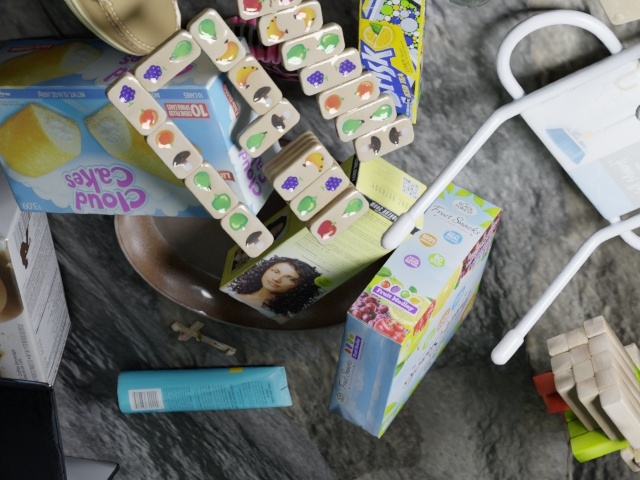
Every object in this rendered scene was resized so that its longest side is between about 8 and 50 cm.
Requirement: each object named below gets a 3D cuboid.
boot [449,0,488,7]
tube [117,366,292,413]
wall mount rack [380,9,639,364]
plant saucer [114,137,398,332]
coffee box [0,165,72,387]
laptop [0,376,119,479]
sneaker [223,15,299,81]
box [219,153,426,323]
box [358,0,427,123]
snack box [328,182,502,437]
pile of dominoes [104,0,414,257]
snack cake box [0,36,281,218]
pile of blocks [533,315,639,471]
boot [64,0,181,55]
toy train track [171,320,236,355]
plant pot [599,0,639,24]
[{"bbox_3d":[0.064,-0.302,1.291,0.246,0.083,0.161,18,129,-9],"label":"boot"},{"bbox_3d":[-0.141,0.181,1.941,0.207,0.052,0.080,-2,145,7],"label":"tube"},{"bbox_3d":[0.239,-0.038,1.495,0.304,0.130,0.350,-25,130,25],"label":"wall mount rack"},{"bbox_3d":[-0.060,-0.012,1.680,0.310,0.050,0.311,7,141,6],"label":"plant saucer"},{"bbox_3d":[-0.386,0.042,1.762,0.168,0.119,0.297,6,141,6],"label":"coffee box"},{"bbox_3d":[-0.466,0.213,1.948,0.381,0.408,0.236,7,100,5],"label":"laptop"},{"bbox_3d":[-0.044,-0.171,1.489,0.119,0.047,0.057,16,152,-5],"label":"sneaker"},{"bbox_3d":[0.000,0.000,1.598,0.087,0.058,0.232,30,137,-23],"label":"box"},{"bbox_3d":[0.064,-0.183,1.436,0.059,0.054,0.169,6,141,5],"label":"box"},{"bbox_3d":[0.095,0.070,1.617,0.070,0.207,0.174,30,143,16],"label":"snack box"},{"bbox_3d":[-0.038,-0.102,1.397,0.196,0.040,0.251,-40,128,1],"label":"pile of dominoes"},{"bbox_3d":[-0.181,-0.106,1.505,0.264,0.089,0.152,2,128,25],"label":"snack cake box"},{"bbox_3d":[0.308,0.191,1.685,0.112,0.149,0.362,-23,158,20],"label":"pile of blocks"},{"bbox_3d":[-0.133,-0.245,1.319,0.203,0.095,0.262,17,144,36],"label":"boot"},{"bbox_3d":[-0.139,0.119,1.886,0.083,0.014,0.048,26,139,-20],"label":"toy train track"},{"bbox_3d":[0.258,-0.239,1.290,0.109,0.096,0.109,-12,136,27],"label":"plant pot"}]
